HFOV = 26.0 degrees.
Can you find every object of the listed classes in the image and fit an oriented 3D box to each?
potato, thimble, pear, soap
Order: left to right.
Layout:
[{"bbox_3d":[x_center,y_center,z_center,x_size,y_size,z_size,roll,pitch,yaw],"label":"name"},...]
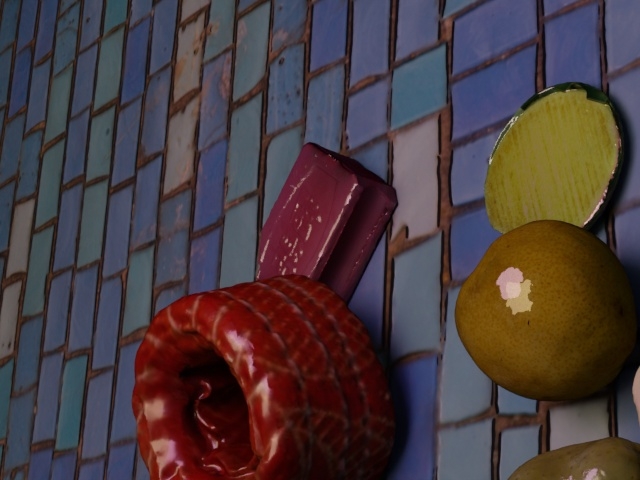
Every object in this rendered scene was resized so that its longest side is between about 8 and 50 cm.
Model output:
[{"bbox_3d":[-0.086,0.229,1.896,0.350,0.230,0.350,8,100,50],"label":"thimble"},{"bbox_3d":[0.000,0.000,2.058,0.162,0.099,0.250,35,104,47],"label":"soap"},{"bbox_3d":[0.261,0.084,1.574,0.209,0.208,0.209,-27,54,45],"label":"pear"},{"bbox_3d":[0.282,0.287,1.494,0.194,0.157,0.157,-49,40,26],"label":"potato"}]

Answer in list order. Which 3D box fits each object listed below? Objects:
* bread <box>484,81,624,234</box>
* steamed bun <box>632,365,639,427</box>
[{"bbox_3d":[0.294,-0.090,1.747,0.228,0.033,0.229,-25,56,44],"label":"bread"},{"bbox_3d":[0.415,0.200,1.333,0.152,0.170,0.239,-35,52,36],"label":"steamed bun"}]
